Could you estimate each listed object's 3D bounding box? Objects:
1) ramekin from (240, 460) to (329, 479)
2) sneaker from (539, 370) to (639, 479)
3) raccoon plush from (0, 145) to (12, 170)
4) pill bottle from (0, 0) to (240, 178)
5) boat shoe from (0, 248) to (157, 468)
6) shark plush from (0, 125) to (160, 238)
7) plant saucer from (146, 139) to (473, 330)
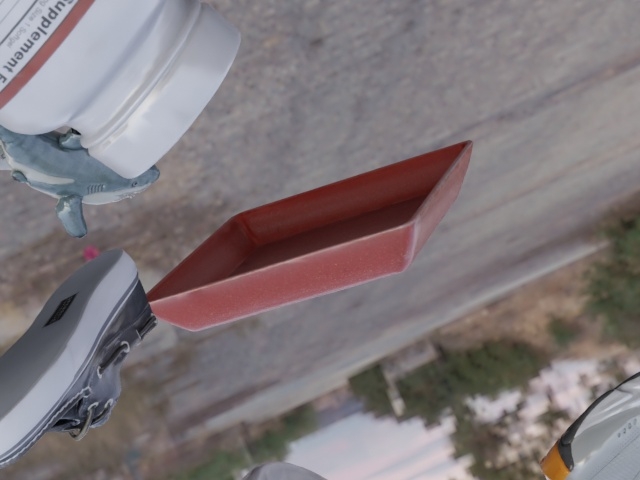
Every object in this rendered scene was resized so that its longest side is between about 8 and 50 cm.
[{"bbox_3d":[0.013,0.281,0.956,0.127,0.273,0.273,-45,174,8],"label":"ramekin"},{"bbox_3d":[0.270,0.152,0.995,0.262,0.121,0.099,-4,143,-31],"label":"sneaker"},{"bbox_3d":[-0.469,-0.134,1.368,0.446,0.216,0.299,3,179,-6],"label":"raccoon plush"},{"bbox_3d":[-0.147,-0.128,0.684,0.121,0.216,0.121,-44,-159,22],"label":"pill bottle"},{"bbox_3d":[-0.162,0.088,0.970,0.080,0.076,0.228,-25,-162,20],"label":"boat shoe"},{"bbox_3d":[-0.192,-0.075,1.080,0.067,0.161,0.073,-24,-139,27],"label":"shark plush"},{"bbox_3d":[0.000,0.000,1.308,0.258,0.048,0.259,-17,-166,22],"label":"plant saucer"}]
